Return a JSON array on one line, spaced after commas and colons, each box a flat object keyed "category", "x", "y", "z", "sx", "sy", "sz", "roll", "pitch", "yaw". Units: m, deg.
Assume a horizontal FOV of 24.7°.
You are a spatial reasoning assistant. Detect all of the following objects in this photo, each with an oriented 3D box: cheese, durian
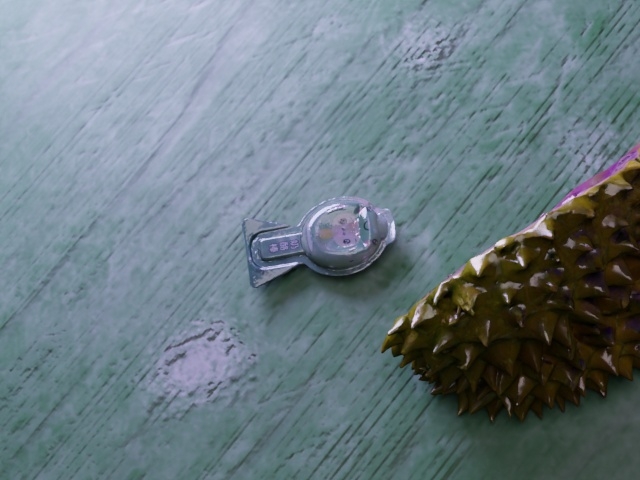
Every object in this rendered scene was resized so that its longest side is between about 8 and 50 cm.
[{"category": "cheese", "x": 0.000, "y": 0.000, "z": 1.149, "sx": 0.120, "sy": 0.026, "sz": 0.067, "roll": -12, "pitch": 66, "yaw": 6}, {"category": "durian", "x": 0.172, "y": 0.027, "z": 1.045, "sx": 0.260, "sy": 0.186, "sz": 0.154, "roll": -44, "pitch": 60, "yaw": 5}]
